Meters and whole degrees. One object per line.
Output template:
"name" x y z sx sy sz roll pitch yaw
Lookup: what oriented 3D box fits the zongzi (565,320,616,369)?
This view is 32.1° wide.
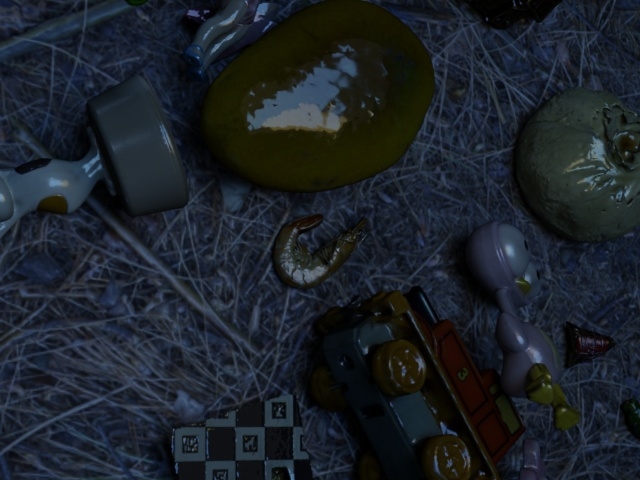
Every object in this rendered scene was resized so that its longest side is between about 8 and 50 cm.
"zongzi" 0.420 0.177 1.787 0.083 0.067 0.073 21 81 -6

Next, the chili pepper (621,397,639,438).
"chili pepper" 0.542 0.305 1.835 0.118 0.035 0.055 28 84 -19

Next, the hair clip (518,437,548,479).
"hair clip" 0.307 0.409 1.607 0.146 0.075 0.257 -57 148 -56

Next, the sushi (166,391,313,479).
"sushi" -0.089 0.357 1.448 0.192 0.043 0.279 -13 87 -31

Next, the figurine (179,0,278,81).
"figurine" -0.121 -0.342 1.515 0.260 0.103 0.205 -58 153 -23

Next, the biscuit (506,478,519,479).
"biscuit" 0.321 0.541 1.500 0.395 0.166 0.343 27 108 -23

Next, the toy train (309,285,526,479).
"toy train" 0.145 0.229 1.547 0.231 0.163 0.369 -34 98 -44

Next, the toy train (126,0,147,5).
"toy train" -0.270 -0.422 1.496 0.044 0.042 0.209 -20 90 -31

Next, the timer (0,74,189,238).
"timer" -0.314 -0.078 1.364 0.266 0.175 0.175 -22 92 -13

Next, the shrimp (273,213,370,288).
"shrimp" -0.003 0.002 1.579 0.095 0.045 0.162 45 65 8

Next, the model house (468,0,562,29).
"model house" 0.323 -0.419 1.823 0.165 0.106 0.152 -45 120 7

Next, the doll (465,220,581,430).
"doll" 0.286 0.105 1.624 0.160 0.094 0.365 46 27 -38

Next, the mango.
"mango" -0.002 -0.194 1.522 0.365 0.182 0.253 -22 97 -36

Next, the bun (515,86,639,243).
"bun" 0.449 -0.121 1.797 0.259 0.152 0.259 8 75 -31
